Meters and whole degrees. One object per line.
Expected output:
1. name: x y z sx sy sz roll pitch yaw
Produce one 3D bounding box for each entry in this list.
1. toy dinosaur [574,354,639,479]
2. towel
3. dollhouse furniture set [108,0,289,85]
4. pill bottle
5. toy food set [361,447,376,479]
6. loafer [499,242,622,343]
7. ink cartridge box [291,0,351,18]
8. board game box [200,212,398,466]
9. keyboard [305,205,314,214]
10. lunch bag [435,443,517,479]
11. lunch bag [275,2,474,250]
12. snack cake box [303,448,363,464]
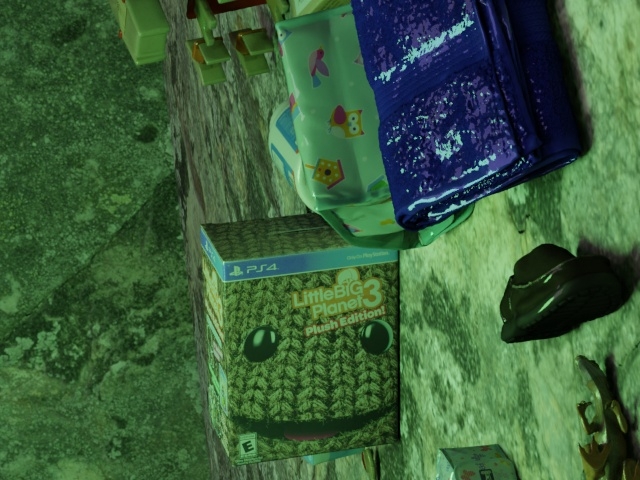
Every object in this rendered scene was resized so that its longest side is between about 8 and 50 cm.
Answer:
1. toy dinosaur: 0.250 0.205 1.379 0.112 0.064 0.212 46 -135 -82
2. towel: 0.116 -0.183 1.497 0.227 0.076 0.308 -26 68 44
3. dollhouse furniture set: -0.184 -0.370 2.471 0.262 0.259 0.135 107 144 -56
4. pill bottle: 0.001 -0.120 2.099 0.221 0.124 0.124 -125 31 -64
5. toy food set: 0.067 0.280 2.251 0.078 0.019 0.122 -121 20 -62
6. loafer: 0.200 0.040 1.423 0.220 0.080 0.078 132 130 -73
7. ink cartridge box: 0.016 -0.380 1.986 0.234 0.088 0.193 159 103 -77
8. board game box: -0.026 0.122 2.096 0.141 0.232 0.291 -128 33 -64
9. keyboard: 0.000 0.000 2.369 0.201 0.033 0.317 -125 32 -64
10. lunch bag: 0.167 0.252 1.691 0.083 0.071 0.053 -119 30 -64
11. lunch bag: 0.068 -0.116 1.727 0.262 0.160 0.224 36 -138 -70
12. snack cake box: -0.015 0.171 2.316 0.152 0.089 0.264 28 126 60
